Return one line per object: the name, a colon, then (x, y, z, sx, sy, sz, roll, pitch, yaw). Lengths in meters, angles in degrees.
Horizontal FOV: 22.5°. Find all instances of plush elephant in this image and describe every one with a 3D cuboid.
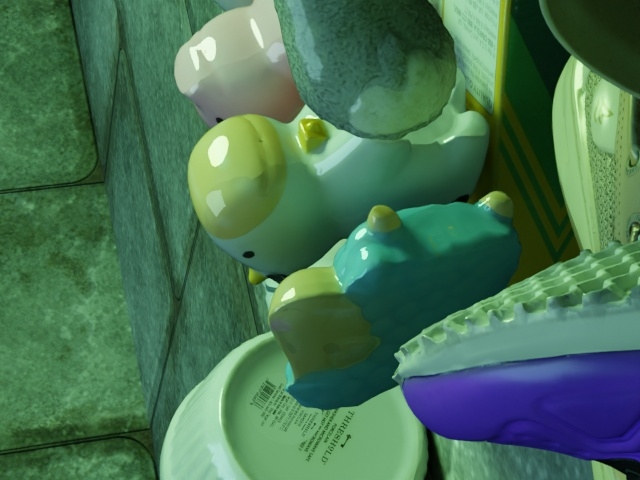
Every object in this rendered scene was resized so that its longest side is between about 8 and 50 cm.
plush elephant: (0.078, -0.256, 0.626, 0.272, 0.255, 0.330, -76, -33, -53)

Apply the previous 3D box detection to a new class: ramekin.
ramekin: (-0.014, 0.167, 1.256, 0.109, 0.207, 0.207, 119, 142, -52)

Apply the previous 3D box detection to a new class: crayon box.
crayon box: (0.098, -0.079, 0.930, 0.203, 0.083, 0.323, -121, 28, -57)

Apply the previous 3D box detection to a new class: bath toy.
bath toy: (-0.010, -0.081, 0.881, 0.129, 0.151, 0.348, 107, 155, -45)

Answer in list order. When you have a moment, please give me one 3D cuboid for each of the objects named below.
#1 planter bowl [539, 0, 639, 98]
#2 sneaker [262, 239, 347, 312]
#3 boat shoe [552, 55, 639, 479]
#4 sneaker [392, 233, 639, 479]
planter bowl: (0.165, -0.117, 0.552, 0.162, 0.162, 0.109, 127, 160, -70)
sneaker: (0.000, 0.000, 0.990, 0.258, 0.094, 0.091, -166, 65, -76)
boat shoe: (0.169, 0.035, 0.633, 0.110, 0.122, 0.341, 109, 152, -61)
sneaker: (0.156, 0.070, 0.523, 0.293, 0.102, 0.146, -10, 97, 38)
